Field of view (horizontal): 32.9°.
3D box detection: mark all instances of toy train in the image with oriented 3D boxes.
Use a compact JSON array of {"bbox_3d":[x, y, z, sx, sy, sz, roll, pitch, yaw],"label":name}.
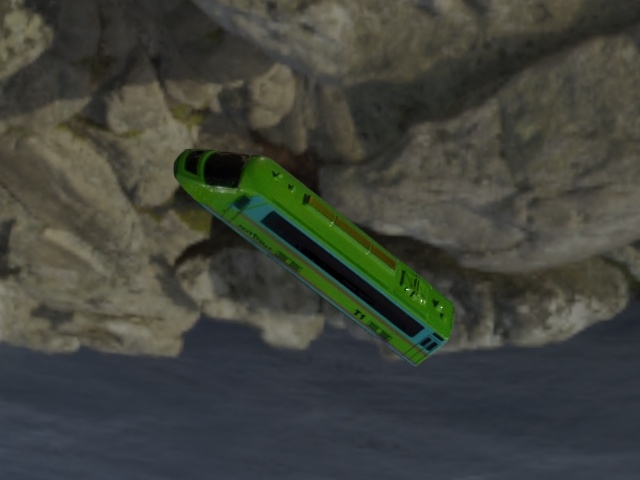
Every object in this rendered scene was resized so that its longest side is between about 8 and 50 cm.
[{"bbox_3d":[0.000,0.000,0.703,0.209,0.044,0.042,38,123,-16],"label":"toy train"}]
